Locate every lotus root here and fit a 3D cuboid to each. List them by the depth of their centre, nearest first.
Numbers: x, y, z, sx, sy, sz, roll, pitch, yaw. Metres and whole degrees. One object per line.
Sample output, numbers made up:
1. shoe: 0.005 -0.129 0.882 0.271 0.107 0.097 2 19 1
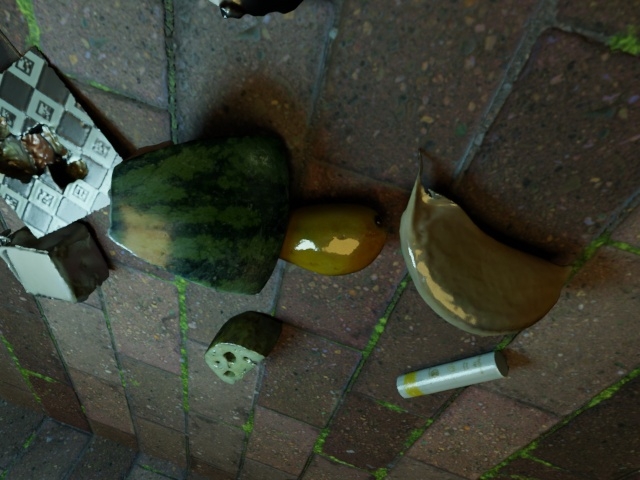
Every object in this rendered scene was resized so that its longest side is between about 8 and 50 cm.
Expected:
1. lotus root: -0.203 0.270 1.131 0.138 0.119 0.235 37 134 -14

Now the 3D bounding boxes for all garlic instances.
1. garlic: 0.236 0.024 0.756 0.338 0.151 0.196 36 106 -4

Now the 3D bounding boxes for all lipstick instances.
1. lipstick: 0.297 0.312 1.024 0.263 0.059 0.059 -30 115 38

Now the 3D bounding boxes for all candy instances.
1. candy: -0.645 0.047 1.079 0.184 0.137 0.195 7 131 15

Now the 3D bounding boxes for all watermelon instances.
1. watermelon: -0.219 -0.025 0.762 0.282 0.251 0.292 0 166 -32

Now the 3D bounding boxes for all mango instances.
1. mango: 0.000 0.000 0.810 0.253 0.113 0.139 -2 129 25

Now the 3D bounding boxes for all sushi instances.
1. sushi: -0.537 -0.180 0.880 0.292 0.059 0.294 -23 112 17

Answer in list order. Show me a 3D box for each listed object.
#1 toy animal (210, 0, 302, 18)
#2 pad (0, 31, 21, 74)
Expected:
1. toy animal: -0.076 -0.371 0.443 0.187 0.165 0.235 47 156 20
2. pad: -0.690 -0.420 0.760 0.219 0.004 0.330 -12 125 29
